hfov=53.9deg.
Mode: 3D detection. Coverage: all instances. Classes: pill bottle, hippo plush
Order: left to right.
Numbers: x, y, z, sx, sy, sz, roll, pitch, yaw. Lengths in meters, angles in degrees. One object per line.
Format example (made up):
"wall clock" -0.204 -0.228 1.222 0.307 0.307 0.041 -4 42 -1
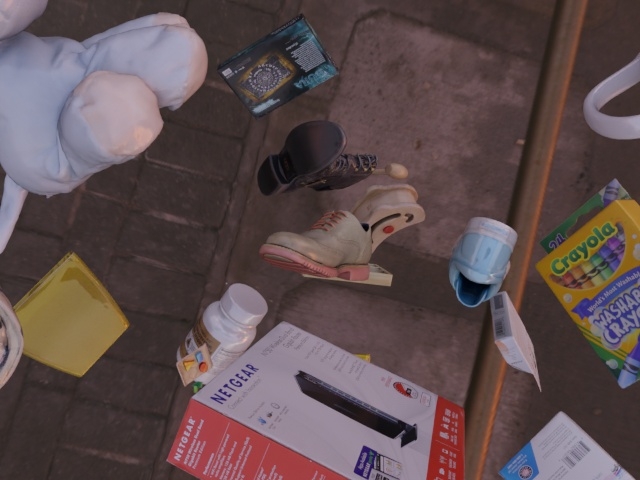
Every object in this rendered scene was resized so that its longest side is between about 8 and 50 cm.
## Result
"hippo plush" -0.274 -0.182 0.601 0.236 0.294 0.234 48 38 -25
"pill bottle" -0.224 0.214 1.454 0.131 0.131 0.229 35 114 -5

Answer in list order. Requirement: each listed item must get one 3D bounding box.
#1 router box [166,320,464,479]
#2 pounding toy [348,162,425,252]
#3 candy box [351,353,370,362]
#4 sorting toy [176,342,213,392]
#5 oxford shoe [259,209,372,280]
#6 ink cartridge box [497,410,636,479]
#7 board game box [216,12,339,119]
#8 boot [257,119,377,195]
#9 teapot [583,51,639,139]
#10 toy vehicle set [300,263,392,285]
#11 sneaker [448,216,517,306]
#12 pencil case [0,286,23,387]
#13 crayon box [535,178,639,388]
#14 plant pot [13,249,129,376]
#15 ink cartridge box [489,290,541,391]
"router box" 0.024 0.237 0.781 0.301 0.335 0.082 25 101 9
"pounding toy" 0.166 -0.099 1.629 0.154 0.269 0.154 9 50 -31
"candy box" 0.020 0.324 1.518 0.206 0.027 0.105 -3 86 25
"sorting toy" -0.205 0.218 1.052 0.062 0.012 0.083 -35 134 -31
"oxford shoe" 0.000 0.000 1.315 0.141 0.397 0.146 13 91 23
"ink cartridge box" 0.494 0.472 1.194 0.171 0.168 0.232 -46 60 4
"board game box" -0.077 -0.312 1.150 0.186 0.026 0.126 -25 129 19
"boot" 0.026 -0.155 1.214 0.229 0.263 0.091 -6 78 -40
"teapot" 0.410 -0.170 0.545 0.253 0.256 0.187 25 44 4
"toy vehicle set" 0.063 0.089 1.876 0.267 0.166 0.035 7 97 -13
"sneaker" 0.320 0.072 1.332 0.135 0.366 0.150 24 78 19
"pencil case" -0.502 0.114 0.818 0.184 0.410 0.159 -21 101 -29
"crayon box" 0.537 0.073 1.133 0.083 0.203 0.322 -3 54 -41
"plant pot" -0.523 0.161 1.313 0.187 0.212 0.212 45 74 -17
"ink cartridge box" 0.417 0.219 1.351 0.045 0.145 0.179 -19 120 22
